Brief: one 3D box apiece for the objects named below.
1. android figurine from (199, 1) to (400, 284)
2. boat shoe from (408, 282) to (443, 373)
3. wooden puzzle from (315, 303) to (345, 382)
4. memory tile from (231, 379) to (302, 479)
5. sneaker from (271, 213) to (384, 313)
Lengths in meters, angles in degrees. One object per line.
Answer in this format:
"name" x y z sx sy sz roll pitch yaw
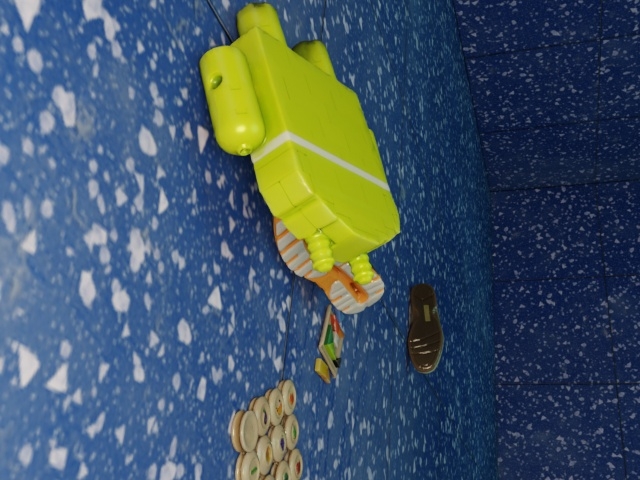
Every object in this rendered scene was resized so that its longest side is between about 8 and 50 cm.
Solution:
"android figurine" -0.007 -0.089 0.672 0.248 0.056 0.273 18 50 -53
"boat shoe" 0.209 0.182 1.420 0.072 0.068 0.190 81 14 -55
"wooden puzzle" 0.016 0.128 0.908 0.078 0.014 0.116 66 26 -47
"memory tile" -0.048 0.202 0.695 0.148 0.012 0.113 -12 97 -72
"sneaker" 0.000 0.000 0.805 0.215 0.084 0.083 59 4 -47
